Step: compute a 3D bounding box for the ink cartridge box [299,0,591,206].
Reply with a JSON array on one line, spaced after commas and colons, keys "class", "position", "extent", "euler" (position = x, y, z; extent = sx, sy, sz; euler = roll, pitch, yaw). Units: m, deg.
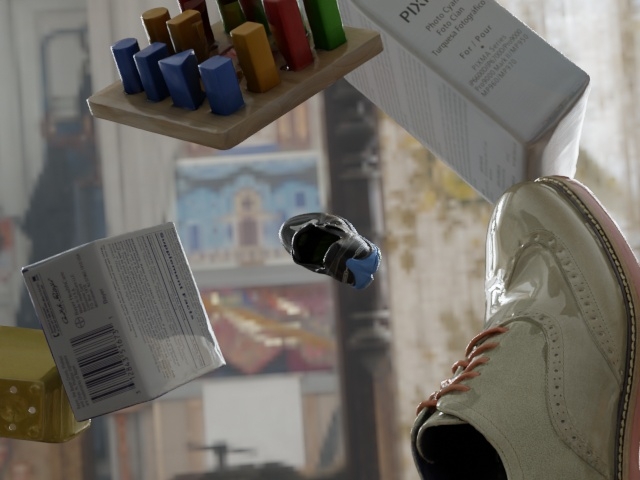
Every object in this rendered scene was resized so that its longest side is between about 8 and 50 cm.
[{"class": "ink cartridge box", "position": [0.081, -0.194, 1.544], "extent": [0.091, 0.385, 0.308], "euler": [-46, -14, -5]}]

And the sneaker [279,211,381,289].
[{"class": "sneaker", "position": [0.000, 0.000, 1.772], "extent": [0.078, 0.067, 0.188], "euler": [27, 1, -26]}]

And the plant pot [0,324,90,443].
[{"class": "plant pot", "position": [-0.227, 0.119, 1.271], "extent": [0.081, 0.081, 0.083], "euler": [5, 13, 5]}]

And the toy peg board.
[{"class": "toy peg board", "position": [-0.071, -0.147, 1.171], "extent": [0.160, 0.079, 0.161], "euler": [-35, 33, -32]}]

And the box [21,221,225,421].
[{"class": "box", "position": [-0.149, 0.060, 1.255], "extent": [0.072, 0.126, 0.137], "euler": [-20, -1, 22]}]

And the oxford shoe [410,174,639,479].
[{"class": "oxford shoe", "position": [0.140, 0.102, 1.114], "extent": [0.146, 0.397, 0.140], "euler": [14, -44, -17]}]
